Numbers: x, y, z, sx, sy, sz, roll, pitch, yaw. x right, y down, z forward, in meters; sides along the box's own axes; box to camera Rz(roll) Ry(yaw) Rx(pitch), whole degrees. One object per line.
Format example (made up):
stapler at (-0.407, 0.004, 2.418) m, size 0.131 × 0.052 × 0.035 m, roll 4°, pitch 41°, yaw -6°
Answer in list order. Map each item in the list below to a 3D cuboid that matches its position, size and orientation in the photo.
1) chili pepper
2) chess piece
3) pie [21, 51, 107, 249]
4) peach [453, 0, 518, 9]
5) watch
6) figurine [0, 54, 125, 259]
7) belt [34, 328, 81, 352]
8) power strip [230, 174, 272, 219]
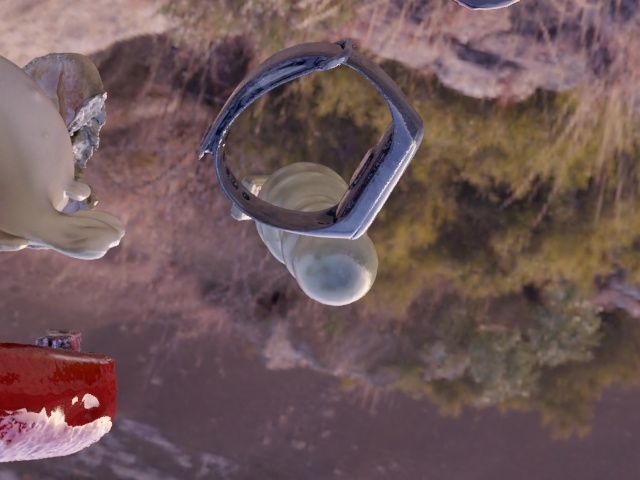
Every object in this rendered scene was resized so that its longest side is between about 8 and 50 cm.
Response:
chili pepper at (-0.367, 0.164, 1.171) m, size 0.134 × 0.131 × 0.338 m, roll -8°, pitch 164°, yaw 32°
chess piece at (0.000, 0.000, 1.418) m, size 0.144 × 0.144 × 0.251 m, roll 21°, pitch -166°, yaw -17°
pie at (-0.450, -0.147, 1.801) m, size 0.337 × 0.337 × 0.075 m, roll 1°, pitch 175°, yaw 38°
peach at (0.122, -0.306, 0.796) m, size 0.189 × 0.279 × 0.068 m, roll 18°, pitch -176°, yaw -19°
watch at (-0.008, -0.104, 1.117) m, size 0.193 × 0.206 × 0.068 m, roll 28°, pitch -156°, yaw -9°
figurine at (-0.300, -0.008, 0.869) m, size 0.274 × 0.394 × 0.227 m, roll 10°, pitch 122°, yaw 4°
belt at (-0.402, 0.166, 1.708) m, size 0.071 × 0.053 × 0.232 m, roll 3°, pitch 178°, yaw -12°
power strip at (-0.084, -0.073, 1.844) m, size 0.028 × 0.076 × 0.169 m, roll 30°, pitch -161°, yaw 25°
